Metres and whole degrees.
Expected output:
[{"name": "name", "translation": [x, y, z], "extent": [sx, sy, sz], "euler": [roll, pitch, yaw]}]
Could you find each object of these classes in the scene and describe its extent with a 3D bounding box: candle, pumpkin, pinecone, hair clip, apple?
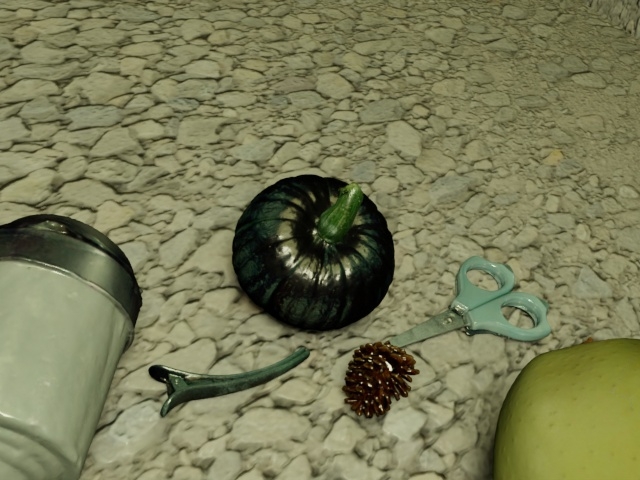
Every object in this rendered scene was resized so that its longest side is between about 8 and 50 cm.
[{"name": "candle", "translation": [-0.339, 0.149, 0.750], "extent": [0.222, 0.221, 0.342], "euler": [14, 46, -7]}, {"name": "pumpkin", "translation": [0.000, 0.000, 0.990], "extent": [0.248, 0.248, 0.247], "euler": [10, 46, -10]}, {"name": "pinecone", "translation": [0.077, 0.192, 0.949], "extent": [0.109, 0.102, 0.102], "euler": [-43, 69, -13]}, {"name": "hair clip", "translation": [-0.113, 0.186, 0.927], "extent": [0.230, 0.039, 0.070], "euler": [-5, 50, -29]}, {"name": "apple", "translation": [0.370, 0.290, 0.785], "extent": [0.358, 0.357, 0.357], "euler": [10, 46, -10]}]

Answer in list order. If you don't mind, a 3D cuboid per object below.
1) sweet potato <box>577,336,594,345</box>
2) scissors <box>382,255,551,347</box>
[{"name": "sweet potato", "translation": [0.421, 0.192, 1.103], "extent": [0.034, 0.034, 0.095], "euler": [41, 59, 19]}, {"name": "scissors", "translation": [0.215, 0.128, 1.097], "extent": [0.361, 0.029, 0.191], "euler": [-18, 52, -30]}]
